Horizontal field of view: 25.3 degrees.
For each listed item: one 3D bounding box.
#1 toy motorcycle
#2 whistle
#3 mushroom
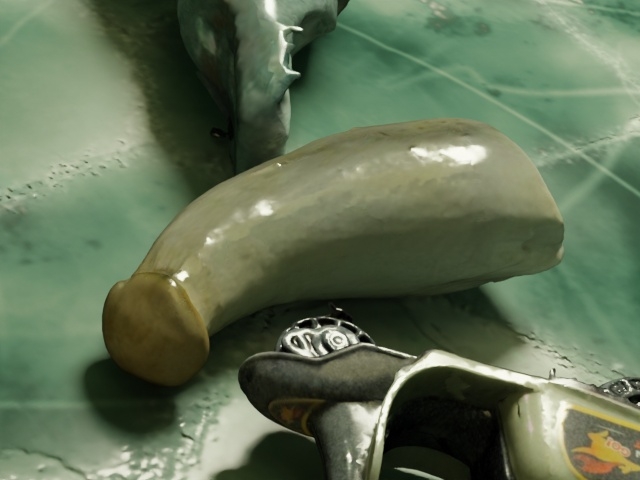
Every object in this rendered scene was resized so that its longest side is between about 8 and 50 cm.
[{"bbox_3d":[0.081,0.118,0.666,0.263,0.091,0.157,17,42,-1],"label":"toy motorcycle"},{"bbox_3d":[-0.046,-0.182,0.919,0.189,0.189,0.348,12,51,-8],"label":"whistle"},{"bbox_3d":[0.000,0.000,0.776,0.270,0.103,0.118,-18,42,-23],"label":"mushroom"}]
